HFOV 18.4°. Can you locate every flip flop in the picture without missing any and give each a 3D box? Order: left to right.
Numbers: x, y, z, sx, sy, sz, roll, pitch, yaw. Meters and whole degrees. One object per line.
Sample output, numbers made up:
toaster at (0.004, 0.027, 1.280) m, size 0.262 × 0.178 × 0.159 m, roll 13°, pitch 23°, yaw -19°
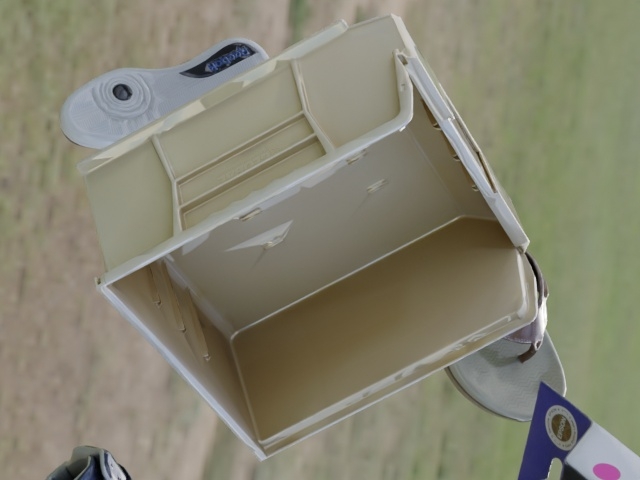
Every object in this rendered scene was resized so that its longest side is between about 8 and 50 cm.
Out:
flip flop at (0.150, 0.035, 1.715) m, size 0.112 × 0.080 × 0.277 m, roll -28°, pitch 108°, yaw -33°

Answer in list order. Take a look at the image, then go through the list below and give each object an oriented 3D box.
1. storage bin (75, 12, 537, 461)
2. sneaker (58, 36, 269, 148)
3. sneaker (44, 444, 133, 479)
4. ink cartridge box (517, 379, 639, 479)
storage bin at (0.000, 0.000, 1.440) m, size 0.262 × 0.260 × 0.123 m, roll 53°, pitch 13°, yaw -48°
sneaker at (-0.151, -0.108, 1.830) m, size 0.079 × 0.217 × 0.121 m, roll 60°, pitch -31°, yaw 16°
sneaker at (-0.130, 0.243, 1.412) m, size 0.086 × 0.226 × 0.163 m, roll -40°, pitch 135°, yaw -8°
ink cartridge box at (0.242, 0.271, 1.398) m, size 0.069 × 0.371 × 0.175 m, roll -13°, pitch 127°, yaw -33°
